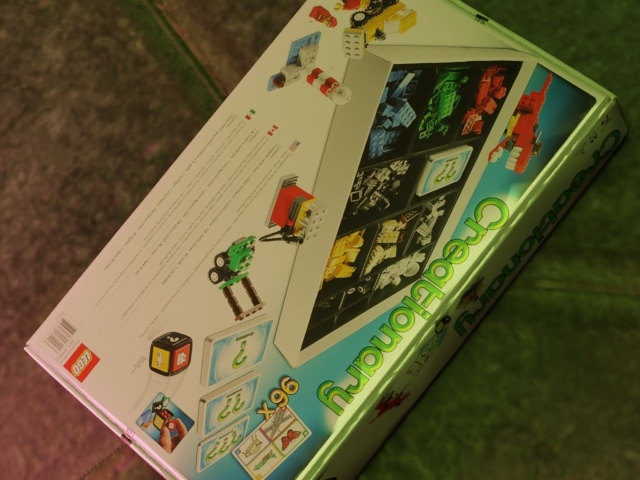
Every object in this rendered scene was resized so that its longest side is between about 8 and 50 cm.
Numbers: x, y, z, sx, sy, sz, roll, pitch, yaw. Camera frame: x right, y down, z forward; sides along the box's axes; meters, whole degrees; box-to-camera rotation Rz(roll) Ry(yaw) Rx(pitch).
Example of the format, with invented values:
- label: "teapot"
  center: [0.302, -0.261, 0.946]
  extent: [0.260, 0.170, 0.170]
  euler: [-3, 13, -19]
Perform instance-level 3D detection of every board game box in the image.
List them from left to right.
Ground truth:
- label: "board game box"
  center: [0.000, 0.000, 0.855]
  extent: [0.193, 0.053, 0.305]
  euler: [37, 85, 29]
